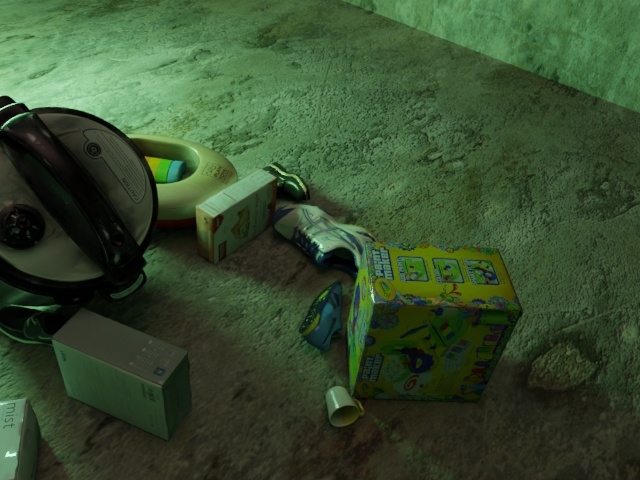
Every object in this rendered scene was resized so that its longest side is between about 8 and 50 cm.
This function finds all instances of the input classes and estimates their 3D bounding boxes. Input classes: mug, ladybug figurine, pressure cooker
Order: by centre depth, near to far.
[{"bbox_3d":[-0.523,-0.055,1.172,0.369,0.420,0.376,14,73,-32],"label":"pressure cooker"},{"bbox_3d":[0.042,0.330,1.186,0.062,0.078,0.064,-33,37,4],"label":"mug"},{"bbox_3d":[-0.429,-0.146,1.562,0.448,0.162,0.305,11,42,4],"label":"ladybug figurine"}]

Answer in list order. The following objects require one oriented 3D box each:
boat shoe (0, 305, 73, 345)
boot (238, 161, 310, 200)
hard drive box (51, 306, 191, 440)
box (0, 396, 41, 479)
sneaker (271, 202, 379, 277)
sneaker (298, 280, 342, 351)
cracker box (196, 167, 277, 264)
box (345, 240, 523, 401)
[{"bbox_3d":[-0.574,0.174,1.242,0.232,0.079,0.084,14,43,9],"label":"boat shoe"},{"bbox_3d":[-0.133,-0.143,1.684,0.137,0.077,0.197,-27,38,-27],"label":"boot"},{"bbox_3d":[-0.365,0.251,1.108,0.232,0.181,0.089,19,42,12],"label":"hard drive box"},{"bbox_3d":[-0.586,0.403,0.940,0.230,0.127,0.262,-5,42,-15],"label":"box"},{"bbox_3d":[0.000,0.000,1.503,0.296,0.112,0.131,18,42,12],"label":"sneaker"},{"bbox_3d":[0.018,0.173,1.356,0.082,0.069,0.209,44,33,-9],"label":"sneaker"},{"bbox_3d":[-0.209,-0.064,1.508,0.067,0.156,0.232,31,47,24],"label":"cracker box"},{"bbox_3d":[0.209,0.171,1.204,0.278,0.290,0.177,3,41,-6],"label":"box"}]
